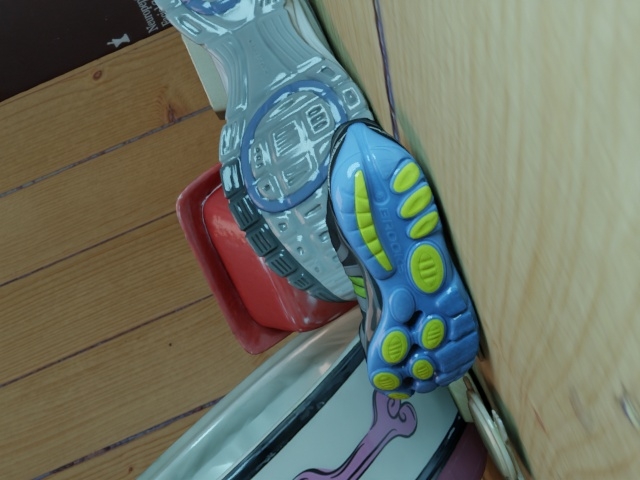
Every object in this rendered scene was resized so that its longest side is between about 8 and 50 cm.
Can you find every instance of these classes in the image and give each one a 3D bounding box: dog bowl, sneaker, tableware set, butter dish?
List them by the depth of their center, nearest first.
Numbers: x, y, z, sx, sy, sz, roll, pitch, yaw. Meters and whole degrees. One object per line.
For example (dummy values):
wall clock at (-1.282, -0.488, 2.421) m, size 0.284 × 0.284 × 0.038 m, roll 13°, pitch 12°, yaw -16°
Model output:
sneaker at (0.043, 0.013, 0.665) m, size 0.078 × 0.067 × 0.188 m, roll -105°, pitch -1°, yaw -55°
tableware set at (0.089, 0.078, 0.772) m, size 0.169 × 0.020 × 0.141 m, roll -126°, pitch 10°, yaw -79°
sneaker at (-0.017, -0.097, 0.809) m, size 0.129 × 0.111 × 0.297 m, roll 25°, pitch -136°, yaw -68°
butter dish at (0.000, 0.000, 0.884) m, size 0.118 × 0.160 × 0.160 m, roll 25°, pitch 144°, yaw 53°
dog bowl at (-0.043, 0.213, 0.929) m, size 0.150 × 0.408 × 0.408 m, roll 49°, pitch 180°, yaw -3°

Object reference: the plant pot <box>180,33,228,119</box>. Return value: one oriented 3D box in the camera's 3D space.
plant pot at (-0.058, -0.156, 1.003) m, size 0.109 × 0.096 × 0.109 m, roll 169°, pitch 78°, yaw -89°

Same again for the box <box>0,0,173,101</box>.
box at (-0.268, -0.273, 1.182) m, size 0.191 × 0.381 × 0.143 m, roll 70°, pitch 176°, yaw -68°
